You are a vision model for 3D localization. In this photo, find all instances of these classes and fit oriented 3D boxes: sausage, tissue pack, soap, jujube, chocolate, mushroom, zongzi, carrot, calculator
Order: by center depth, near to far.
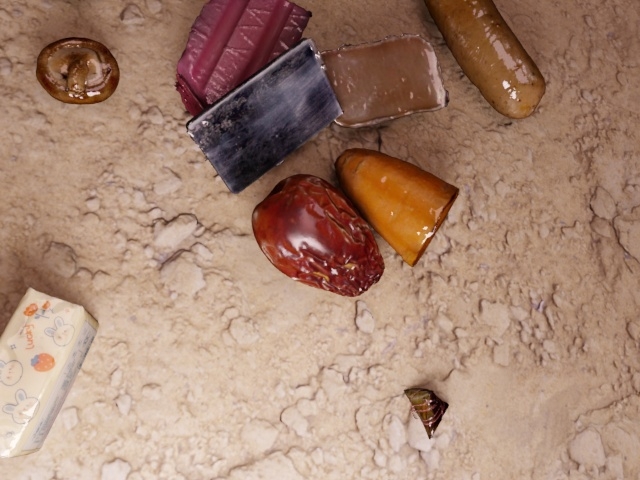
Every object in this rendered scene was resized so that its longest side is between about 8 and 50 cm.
[{"bbox_3d":[-0.381,0.177,0.717,0.092,0.148,0.196,20,68,-7],"label":"tissue pack"},{"bbox_3d":[-0.397,-0.281,0.893,0.127,0.087,0.127,5,75,-18],"label":"mushroom"},{"bbox_3d":[0.000,0.000,0.897,0.236,0.168,0.168,42,65,-17],"label":"jujube"},{"bbox_3d":[0.181,0.290,0.905,0.083,0.067,0.073,36,58,-22],"label":"zongzi"},{"bbox_3d":[-0.087,-0.206,0.920,0.262,0.021,0.161,-38,130,-10],"label":"calculator"},{"bbox_3d":[0.117,-0.078,0.961,0.225,0.159,0.159,34,66,7],"label":"carrot"},{"bbox_3d":[-0.147,-0.319,0.968,0.182,0.112,0.289,22,68,-9],"label":"soap"},{"bbox_3d":[0.109,-0.304,1.057,0.262,0.083,0.160,-13,95,-16],"label":"chocolate"},{"bbox_3d":[0.315,-0.477,1.155,0.136,0.123,0.500,-23,80,-25],"label":"sausage"}]
